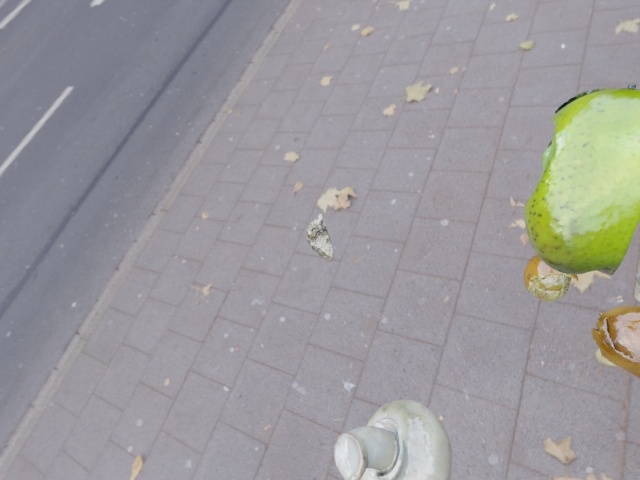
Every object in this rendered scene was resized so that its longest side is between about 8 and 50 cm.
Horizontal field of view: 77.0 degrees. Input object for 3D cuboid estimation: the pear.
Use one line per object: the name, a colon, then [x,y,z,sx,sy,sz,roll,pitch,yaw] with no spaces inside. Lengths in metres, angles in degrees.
pear: [0.420,-0.068,0.645,0.159,0.292,0.292,17,68,30]

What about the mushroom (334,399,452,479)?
mushroom: [0.227,0.624,1.131,0.315,0.356,0.315,-1,87,19]

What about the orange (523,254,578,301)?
orange: [0.684,0.107,1.198,0.134,0.156,0.157,-9,56,9]

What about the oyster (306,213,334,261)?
oyster: [0.000,0.000,0.806,0.038,0.081,0.083,-16,62,-30]

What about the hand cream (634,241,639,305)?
hand cream: [0.525,0.049,0.644,0.039,0.143,0.061,-9,30,31]

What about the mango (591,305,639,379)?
mango: [0.847,0.268,1.004,0.287,0.152,0.201,28,92,32]
